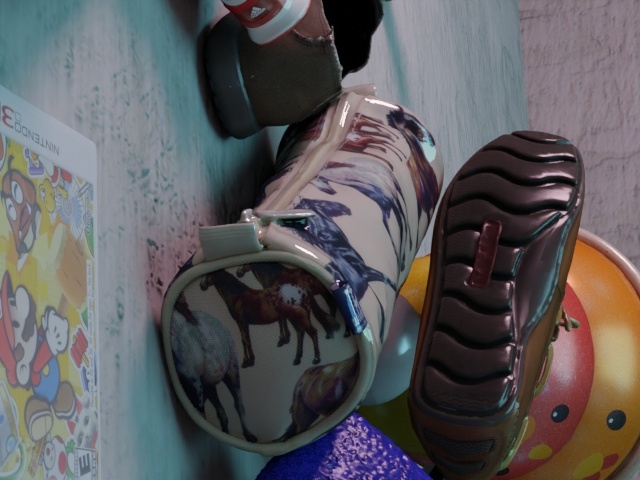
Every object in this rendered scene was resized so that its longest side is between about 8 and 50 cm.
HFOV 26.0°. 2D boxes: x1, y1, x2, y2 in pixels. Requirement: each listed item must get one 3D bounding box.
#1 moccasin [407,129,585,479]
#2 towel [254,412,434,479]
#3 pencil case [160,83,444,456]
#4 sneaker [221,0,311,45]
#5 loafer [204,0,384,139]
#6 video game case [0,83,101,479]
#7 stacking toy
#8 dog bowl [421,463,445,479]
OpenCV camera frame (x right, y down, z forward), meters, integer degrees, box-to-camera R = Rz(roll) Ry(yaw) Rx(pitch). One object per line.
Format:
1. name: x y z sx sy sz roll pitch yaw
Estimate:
1. moccasin: 0.170 0.051 1.272 0.147 0.139 0.380 82 16 -49
2. towel: 0.023 0.263 0.976 0.227 0.076 0.308 45 36 0
3. pencil case: 0.000 0.000 1.159 0.410 0.160 0.183 -61 155 -64
4. sneaker: -0.075 -0.271 1.150 0.128 0.087 0.221 42 20 -40
5. loafer: 0.002 -0.195 1.299 0.366 0.130 0.133 -70 150 -58
6. video game case: -0.177 0.025 0.771 0.206 0.026 0.227 36 49 -69
7. stacking toy: 0.130 0.129 1.463 0.480 0.351 0.350 10 72 -54
8. dog bowl: 0.071 0.406 1.259 0.408 0.150 0.407 -7 90 -75
